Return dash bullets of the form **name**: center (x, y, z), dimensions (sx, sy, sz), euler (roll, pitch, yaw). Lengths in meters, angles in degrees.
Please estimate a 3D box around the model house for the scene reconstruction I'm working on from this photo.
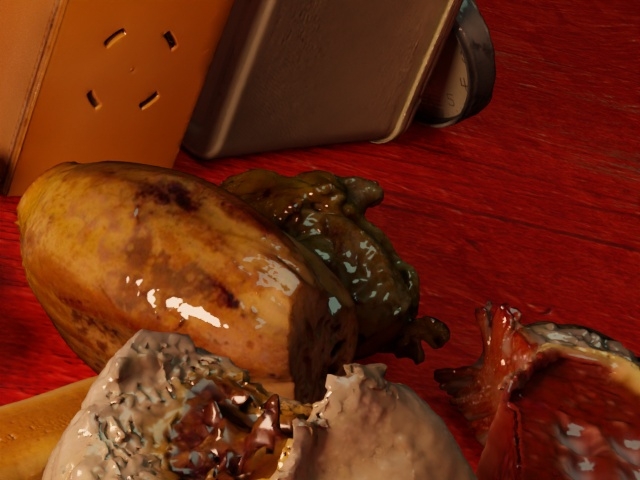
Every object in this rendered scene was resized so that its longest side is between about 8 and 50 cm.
- **model house**: center (0.175, 0.203, 0.976), dimensions (0.160, 0.196, 0.254), euler (13, 25, 0)

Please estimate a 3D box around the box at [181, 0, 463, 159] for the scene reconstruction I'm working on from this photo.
- **box**: center (-0.003, -0.275, 1.559), dimensions (0.177, 0.352, 0.343), euler (39, 31, 27)

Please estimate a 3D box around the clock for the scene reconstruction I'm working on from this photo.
- **clock**: center (0.127, -0.248, 1.769), dimensions (0.049, 0.226, 0.226), euler (-35, 58, -28)

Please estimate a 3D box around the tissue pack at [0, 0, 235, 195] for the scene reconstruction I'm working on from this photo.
- **tissue pack**: center (-0.216, -0.194, 1.312), dimensions (0.194, 0.275, 0.145), euler (-6, 38, -47)

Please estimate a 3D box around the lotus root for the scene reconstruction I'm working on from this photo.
- **lotus root**: center (-0.104, 0.033, 1.074), dimensions (0.291, 0.193, 0.193), euler (26, 25, 23)

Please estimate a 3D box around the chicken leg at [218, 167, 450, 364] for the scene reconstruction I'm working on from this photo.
- **chicken leg**: center (-0.013, 0.002, 1.288), dimensions (0.211, 0.140, 0.361), euler (37, 10, -22)

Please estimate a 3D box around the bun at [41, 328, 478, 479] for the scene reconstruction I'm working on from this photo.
- **bun**: center (-0.052, 0.197, 0.768), dimensions (0.281, 0.282, 0.205), euler (36, 47, 23)

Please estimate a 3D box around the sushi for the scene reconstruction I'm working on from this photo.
- **sushi**: center (0.268, 0.162, 1.226), dimensions (0.332, 0.124, 0.130), euler (22, 22, -8)

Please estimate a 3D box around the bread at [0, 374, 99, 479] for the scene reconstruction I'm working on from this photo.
- **bread**: center (-0.197, 0.150, 0.913), dimensions (0.092, 0.074, 0.239), euler (34, 28, 30)
